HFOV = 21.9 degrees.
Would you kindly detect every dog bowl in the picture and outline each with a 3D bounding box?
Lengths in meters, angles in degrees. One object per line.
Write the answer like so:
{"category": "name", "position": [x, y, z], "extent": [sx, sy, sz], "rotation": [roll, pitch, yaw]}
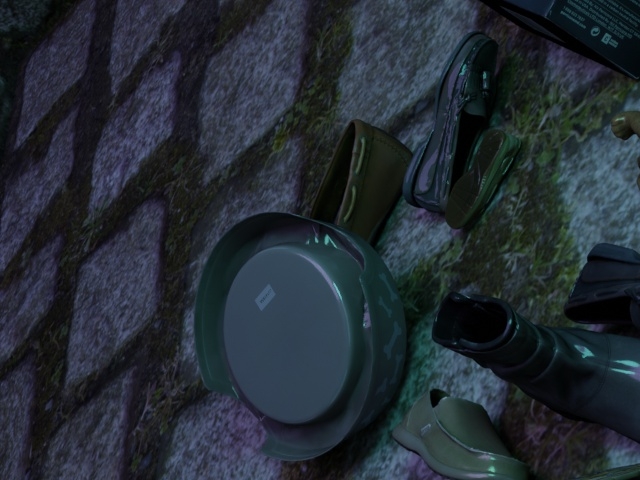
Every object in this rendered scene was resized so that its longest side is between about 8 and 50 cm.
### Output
{"category": "dog bowl", "position": [-0.025, 0.129, 2.316], "extent": [0.348, 0.102, 0.349], "rotation": [3, 95, 42]}

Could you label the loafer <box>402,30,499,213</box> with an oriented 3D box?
{"category": "loafer", "position": [0.206, -0.163, 2.362], "extent": [0.084, 0.096, 0.267], "rotation": [24, 94, 42]}

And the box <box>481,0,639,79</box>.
{"category": "box", "position": [0.359, -0.425, 2.213], "extent": [0.312, 0.179, 0.343], "rotation": [-59, 29, 5]}

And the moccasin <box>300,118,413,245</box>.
{"category": "moccasin", "position": [0.001, 0.001, 2.479], "extent": [0.380, 0.147, 0.139], "rotation": [-61, 28, 4]}

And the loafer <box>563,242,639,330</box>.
{"category": "loafer", "position": [0.370, 0.074, 1.830], "extent": [0.095, 0.109, 0.302], "rotation": [-51, 19, -8]}

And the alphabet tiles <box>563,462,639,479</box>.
{"category": "alphabet tiles", "position": [0.265, 0.263, 1.776], "extent": [0.237, 0.198, 0.009], "rotation": [-22, 80, 48]}

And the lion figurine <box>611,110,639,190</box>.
{"category": "lion figurine", "position": [0.465, -0.168, 1.843], "extent": [0.392, 0.142, 0.240], "rotation": [-64, 18, 7]}

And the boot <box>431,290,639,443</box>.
{"category": "boot", "position": [0.278, 0.136, 1.817], "extent": [0.338, 0.222, 0.118], "rotation": [-7, 60, 57]}

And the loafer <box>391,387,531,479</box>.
{"category": "loafer", "position": [0.173, 0.242, 2.033], "extent": [0.268, 0.102, 0.092], "rotation": [21, 90, 63]}

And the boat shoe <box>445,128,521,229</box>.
{"category": "boat shoe", "position": [0.226, -0.080, 2.293], "extent": [0.056, 0.048, 0.153], "rotation": [39, 108, 49]}
